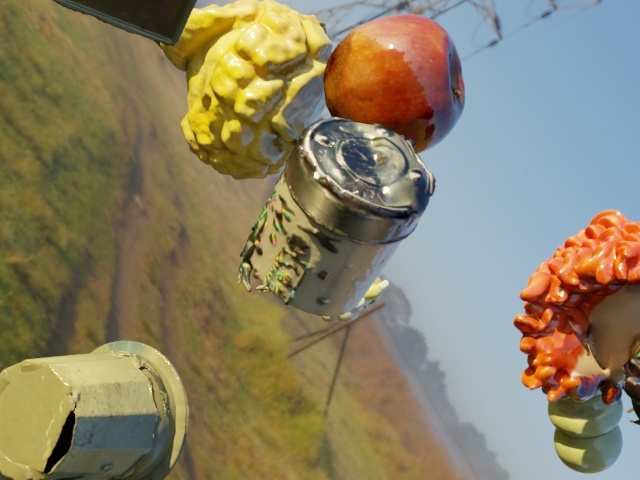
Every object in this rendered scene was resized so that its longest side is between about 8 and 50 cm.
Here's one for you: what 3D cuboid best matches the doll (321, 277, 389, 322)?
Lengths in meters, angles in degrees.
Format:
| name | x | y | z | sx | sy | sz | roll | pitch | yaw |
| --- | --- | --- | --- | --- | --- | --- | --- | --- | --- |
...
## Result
| name | x | y | z | sx | sy | sz | roll | pitch | yaw |
| --- | --- | --- | --- | --- | --- | --- | --- | --- | --- |
| doll | 0.048 | 0.090 | 1.406 | 0.162 | 0.106 | 0.062 | -23 | 102 | -64 |

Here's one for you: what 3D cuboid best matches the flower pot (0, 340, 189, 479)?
| name | x | y | z | sx | sy | sz | roll | pitch | yaw |
| --- | --- | --- | --- | --- | --- | --- | --- | --- | --- |
| flower pot | -0.305 | 0.233 | 1.109 | 0.212 | 0.212 | 0.202 | 61 | 15 | 16 |

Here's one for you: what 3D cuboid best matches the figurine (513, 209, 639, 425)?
| name | x | y | z | sx | sy | sz | roll | pitch | yaw |
| --- | --- | --- | --- | --- | --- | --- | --- | --- | --- |
| figurine | 0.389 | 0.129 | 0.966 | 0.412 | 0.306 | 0.241 | 45 | -49 | 45 |

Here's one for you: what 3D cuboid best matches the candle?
| name | x | y | z | sx | sy | sz | roll | pitch | yaw |
| --- | --- | --- | --- | --- | --- | --- | --- | --- | --- |
| candle | 0.000 | 0.000 | 1.147 | 0.187 | 0.187 | 0.330 | 61 | -43 | 31 |

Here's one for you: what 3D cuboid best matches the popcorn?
| name | x | y | z | sx | sy | sz | roll | pitch | yaw |
| --- | --- | --- | --- | --- | --- | --- | --- | --- | --- |
| popcorn | -0.148 | -0.296 | 1.607 | 0.381 | 0.349 | 0.349 | 30 | -6 | 6 |

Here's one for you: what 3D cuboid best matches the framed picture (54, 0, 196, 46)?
| name | x | y | z | sx | sy | sz | roll | pitch | yaw |
| --- | --- | --- | --- | --- | --- | --- | --- | --- | --- |
| framed picture | -0.246 | -0.338 | 0.946 | 0.265 | 0.192 | 0.018 | 18 | 33 | -25 |

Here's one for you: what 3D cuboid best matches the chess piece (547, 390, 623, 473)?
| name | x | y | z | sx | sy | sz | roll | pitch | yaw |
| --- | --- | --- | --- | --- | --- | --- | --- | --- | --- |
| chess piece | 0.408 | 0.242 | 1.334 | 0.144 | 0.144 | 0.251 | -122 | -162 | -67 |

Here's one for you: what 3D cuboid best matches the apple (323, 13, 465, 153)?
| name | x | y | z | sx | sy | sz | roll | pitch | yaw |
| --- | --- | --- | --- | --- | --- | --- | --- | --- | --- |
| apple | 0.116 | -0.248 | 1.386 | 0.230 | 0.230 | 0.230 | 62 | -2 | 3 |
